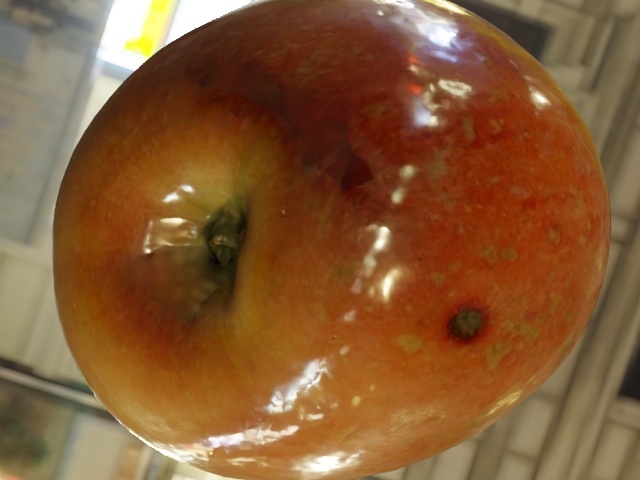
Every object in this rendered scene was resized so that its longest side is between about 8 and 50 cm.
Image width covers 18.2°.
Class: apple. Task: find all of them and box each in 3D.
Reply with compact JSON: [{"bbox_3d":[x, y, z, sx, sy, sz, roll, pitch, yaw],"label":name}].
[{"bbox_3d":[0.000,0.000,0.918,0.253,0.253,0.253,-162,-90,-83],"label":"apple"}]
